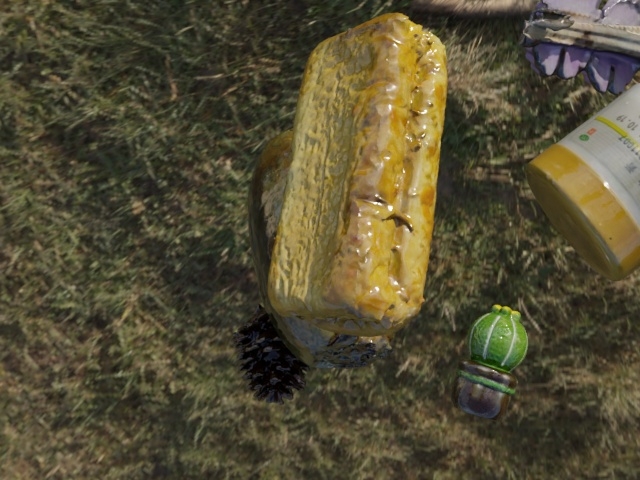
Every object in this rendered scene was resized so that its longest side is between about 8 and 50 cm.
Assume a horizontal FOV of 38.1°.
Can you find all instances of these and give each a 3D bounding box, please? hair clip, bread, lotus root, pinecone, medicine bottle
[{"bbox_3d":[0.297,-0.206,0.963,0.084,0.292,0.106,38,120,45],"label":"hair clip"},{"bbox_3d":[0.029,-0.042,0.620,0.083,0.114,0.211,14,78,-32],"label":"bread"},{"bbox_3d":[0.000,0.000,0.981,0.151,0.275,0.160,2,149,-15],"label":"lotus root"},{"bbox_3d":[-0.054,0.126,1.038,0.102,0.102,0.110,7,75,10],"label":"pinecone"},{"bbox_3d":[0.487,-0.093,1.480,0.232,0.238,0.238,-38,97,3],"label":"medicine bottle"}]

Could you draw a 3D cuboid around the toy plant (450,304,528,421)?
[{"bbox_3d":[0.247,0.174,1.343,0.092,0.093,0.163,16,85,6],"label":"toy plant"}]
